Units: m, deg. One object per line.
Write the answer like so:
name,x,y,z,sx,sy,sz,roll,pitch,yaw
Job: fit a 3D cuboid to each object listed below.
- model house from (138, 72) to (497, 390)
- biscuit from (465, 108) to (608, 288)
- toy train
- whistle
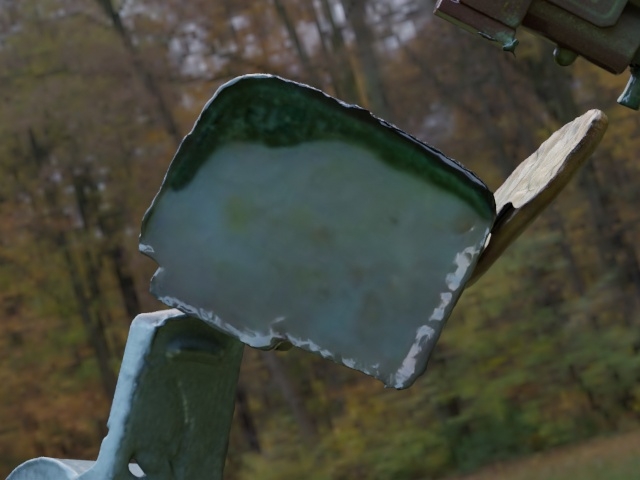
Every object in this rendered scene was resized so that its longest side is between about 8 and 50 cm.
model house,0.000,0.002,1.607,0.298,0.243,0.284,26,-4,6
biscuit,0.216,-0.044,1.734,0.260,0.041,0.203,-47,2,29
toy train,0.268,-0.262,1.558,0.304,0.222,0.150,25,12,-2
whistle,-0.194,0.268,1.668,0.168,0.188,0.405,13,-60,-45
